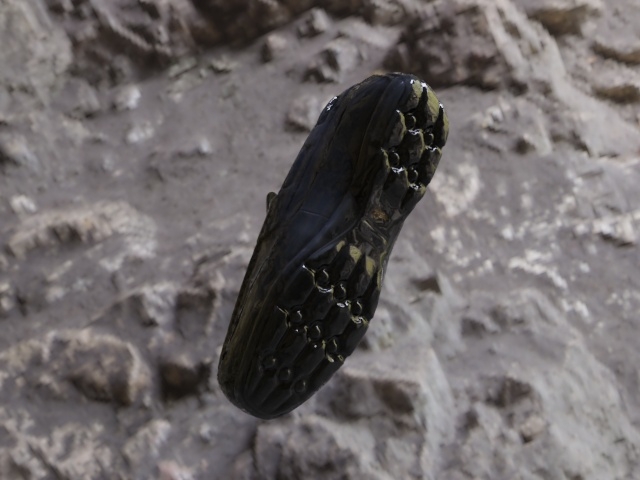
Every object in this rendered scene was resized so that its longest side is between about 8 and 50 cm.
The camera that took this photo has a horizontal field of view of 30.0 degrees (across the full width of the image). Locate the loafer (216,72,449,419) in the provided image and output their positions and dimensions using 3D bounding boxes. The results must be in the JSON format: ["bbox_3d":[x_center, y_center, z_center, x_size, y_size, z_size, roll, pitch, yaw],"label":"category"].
[{"bbox_3d":[0.000,0.000,0.691,0.078,0.076,0.223,5,61,47],"label":"loafer"}]
